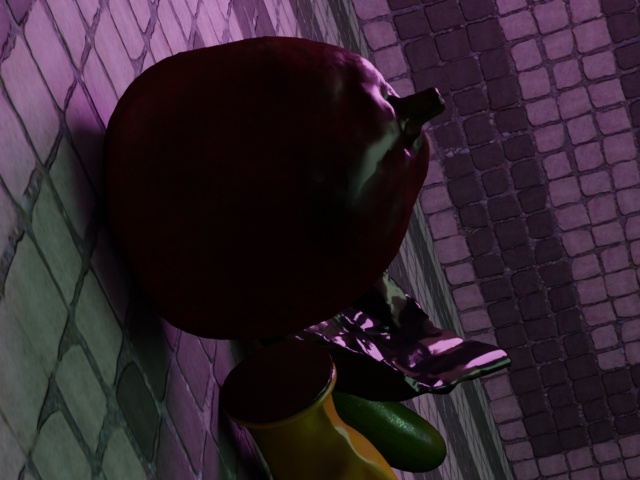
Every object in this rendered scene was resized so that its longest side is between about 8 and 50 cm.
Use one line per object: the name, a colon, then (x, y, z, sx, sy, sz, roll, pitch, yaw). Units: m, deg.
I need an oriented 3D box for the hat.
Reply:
hat: (0.037, 0.096, 1.702, 0.366, 0.257, 0.381, 44, -20, 15)

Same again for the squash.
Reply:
squash: (0.062, 0.226, 1.804, 0.292, 0.082, 0.082, 39, 32, -38)

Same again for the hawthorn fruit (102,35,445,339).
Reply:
hawthorn fruit: (-0.030, -0.053, 1.223, 0.265, 0.307, 0.265, -22, 90, -77)

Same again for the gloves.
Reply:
gloves: (0.005, 0.249, 1.462, 0.133, 0.116, 0.294, 30, -30, 52)
